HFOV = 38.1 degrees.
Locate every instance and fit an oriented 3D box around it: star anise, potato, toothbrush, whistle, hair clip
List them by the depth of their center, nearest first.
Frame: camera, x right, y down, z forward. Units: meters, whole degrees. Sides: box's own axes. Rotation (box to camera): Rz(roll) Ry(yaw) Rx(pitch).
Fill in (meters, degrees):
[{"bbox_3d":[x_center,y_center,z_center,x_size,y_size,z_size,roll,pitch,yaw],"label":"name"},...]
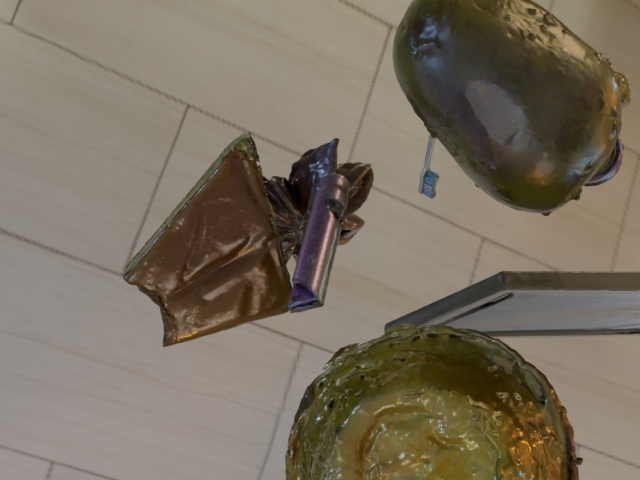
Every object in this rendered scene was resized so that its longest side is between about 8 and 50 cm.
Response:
[{"bbox_3d":[0.000,0.000,0.844,0.033,0.033,0.176,32,40,-17],"label":"whistle"},{"bbox_3d":[0.217,-0.176,1.096,0.307,0.210,0.173,44,28,1],"label":"potato"},{"bbox_3d":[0.181,-0.196,1.384,0.030,0.030,0.304,-11,127,-23],"label":"toothbrush"},{"bbox_3d":[-0.048,-0.052,1.573,0.315,0.108,0.315,-12,133,-13],"label":"star anise"},{"bbox_3d":[0.451,-0.143,1.595,0.172,0.049,0.116,-25,73,0],"label":"hair clip"}]

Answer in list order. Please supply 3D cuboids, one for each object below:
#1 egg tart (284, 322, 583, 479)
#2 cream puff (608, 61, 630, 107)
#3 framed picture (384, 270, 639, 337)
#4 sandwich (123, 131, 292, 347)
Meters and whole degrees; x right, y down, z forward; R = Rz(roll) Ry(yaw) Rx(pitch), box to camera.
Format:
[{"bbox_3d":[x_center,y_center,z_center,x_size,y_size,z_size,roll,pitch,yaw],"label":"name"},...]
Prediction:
[{"bbox_3d":[0.116,0.256,1.038,0.345,0.132,0.345,-2,81,11],"label":"egg tart"},{"bbox_3d":[0.605,-0.339,2.023,0.146,0.146,0.116,6,78,-22],"label":"cream puff"},{"bbox_3d":[0.347,0.088,1.195,0.446,0.326,0.028,0,75,-19],"label":"framed picture"},{"bbox_3d":[-0.157,0.006,1.211,0.212,0.063,0.245,-16,109,-6],"label":"sandwich"}]
